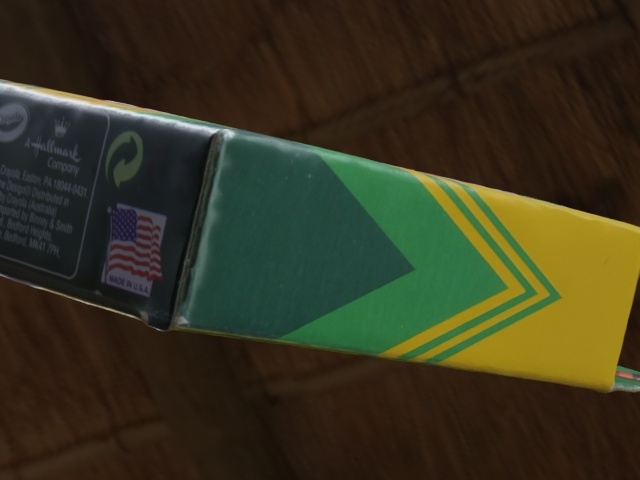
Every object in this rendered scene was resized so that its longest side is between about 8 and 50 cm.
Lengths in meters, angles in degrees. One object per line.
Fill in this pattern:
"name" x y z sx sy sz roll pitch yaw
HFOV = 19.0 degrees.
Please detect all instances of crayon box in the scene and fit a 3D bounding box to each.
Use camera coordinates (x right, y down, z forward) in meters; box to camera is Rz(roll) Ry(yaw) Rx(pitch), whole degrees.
"crayon box" 0.000 0.000 0.861 0.202 0.318 0.081 14 -88 45
